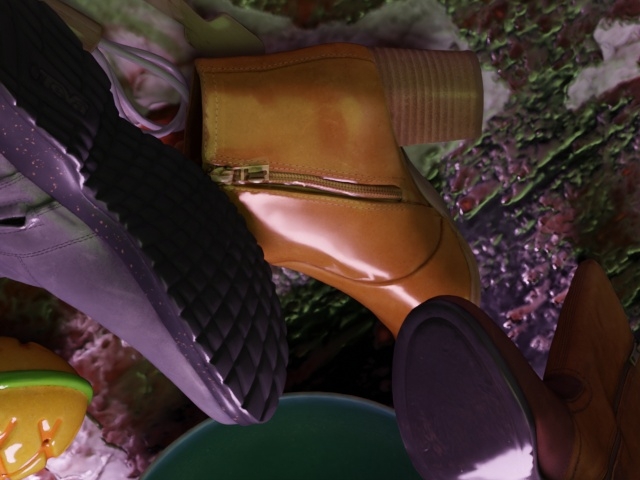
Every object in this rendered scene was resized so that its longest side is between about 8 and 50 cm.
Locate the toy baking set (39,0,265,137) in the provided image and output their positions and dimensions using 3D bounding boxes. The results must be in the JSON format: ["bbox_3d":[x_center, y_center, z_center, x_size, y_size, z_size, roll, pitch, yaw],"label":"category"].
[{"bbox_3d":[-0.175,-0.131,1.182,0.256,0.030,0.197,-22,125,-1],"label":"toy baking set"}]

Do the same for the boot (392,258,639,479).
[{"bbox_3d":[0.168,0.091,1.267,0.096,0.280,0.264,-25,108,35],"label":"boot"}]

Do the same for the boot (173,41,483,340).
[{"bbox_3d":[0.000,0.000,1.261,0.211,0.104,0.295,-6,118,-11],"label":"boot"}]

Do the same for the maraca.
[{"bbox_3d":[-0.242,0.117,1.229,0.185,0.099,0.127,-1,152,-37],"label":"maraca"}]

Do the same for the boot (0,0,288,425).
[{"bbox_3d":[-0.187,0.005,1.171,0.222,0.118,0.338,-22,115,31],"label":"boot"}]

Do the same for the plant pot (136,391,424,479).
[{"bbox_3d":[-0.002,0.278,1.325,0.290,0.290,0.195,-25,156,-4],"label":"plant pot"}]
